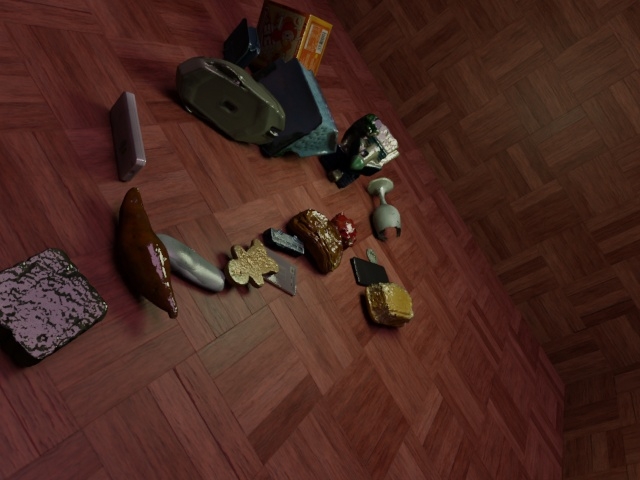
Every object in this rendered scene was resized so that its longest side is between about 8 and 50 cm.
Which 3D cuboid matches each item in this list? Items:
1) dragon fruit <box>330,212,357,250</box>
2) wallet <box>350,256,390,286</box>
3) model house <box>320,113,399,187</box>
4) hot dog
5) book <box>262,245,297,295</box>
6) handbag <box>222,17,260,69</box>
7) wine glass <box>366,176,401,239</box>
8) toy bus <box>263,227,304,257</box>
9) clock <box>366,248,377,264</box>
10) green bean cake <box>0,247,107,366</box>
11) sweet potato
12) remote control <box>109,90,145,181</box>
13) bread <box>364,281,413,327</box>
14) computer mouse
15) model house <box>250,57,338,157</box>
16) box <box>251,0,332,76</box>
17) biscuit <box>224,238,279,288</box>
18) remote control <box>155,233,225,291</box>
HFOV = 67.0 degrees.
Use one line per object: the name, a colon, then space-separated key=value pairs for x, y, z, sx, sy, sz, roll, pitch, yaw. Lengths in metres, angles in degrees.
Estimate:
dragon fruit: x=0.080 y=-0.038 z=1.957 sx=0.136 sy=0.133 sz=0.166 roll=89 pitch=-7 yaw=-58
wallet: x=0.222 y=0.147 z=2.079 sx=0.244 sy=0.025 sz=0.124 roll=19 pitch=48 yaw=-47
model house: x=0.160 y=-0.387 z=2.217 sx=0.284 sy=0.298 sz=0.243 roll=-43 pitch=99 yaw=-21
hot dog: x=0.001 y=-0.003 z=1.815 sx=0.259 sy=0.114 sz=0.175 roll=52 pitch=29 yaw=-9
book: x=-0.147 y=0.098 z=1.615 sx=0.181 sy=0.014 sz=0.127 roll=35 pitch=38 yaw=-34
handbag: x=-0.332 y=-0.789 z=1.995 sx=0.062 sy=0.179 sz=0.229 roll=28 pitch=35 yaw=-40
wine glass: x=0.312 y=-0.153 z=2.367 sx=0.143 sy=0.143 sz=0.321 roll=30 pitch=44 yaw=-38
toy bus: x=-0.126 y=0.008 z=1.693 sx=0.166 sy=0.047 sz=0.065 roll=24 pitch=48 yaw=-43
clock: x=0.234 y=0.074 z=2.176 sx=0.074 sy=0.010 sz=0.083 roll=16 pitch=51 yaw=-48
green bean cake: x=-0.548 y=0.129 z=0.945 sx=0.183 sy=0.094 sz=0.185 roll=54 pitch=32 yaw=-7
sweet potato: x=-0.433 y=0.032 z=1.182 sx=0.112 sy=0.112 sz=0.359 roll=-10 pitch=69 yaw=-57
remote control: x=-0.533 y=-0.289 z=1.331 sx=0.034 sy=0.103 sz=0.250 roll=10 pitch=54 yaw=-48
bread: x=0.282 y=0.263 z=1.970 sx=0.245 sy=0.121 sz=0.174 roll=20 pitch=56 yaw=-51
computer mouse: x=-0.315 y=-0.503 z=1.714 sx=0.429 sy=0.228 sz=0.146 roll=31 pitch=34 yaw=-36
model house: x=-0.090 y=-0.522 z=2.014 sx=0.339 sy=0.297 sz=0.360 roll=4 pitch=60 yaw=-62
box: x=-0.142 y=-0.872 z=2.141 sx=0.259 sy=0.284 sz=0.214 roll=30 pitch=21 yaw=21
biscuit: x=-0.219 y=0.076 z=1.483 sx=0.153 sy=0.030 sz=0.234 roll=54 pitch=29 yaw=-2
remote control: x=-0.359 y=0.060 z=1.321 sx=0.256 sy=0.045 sz=0.097 roll=37 pitch=37 yaw=-35
